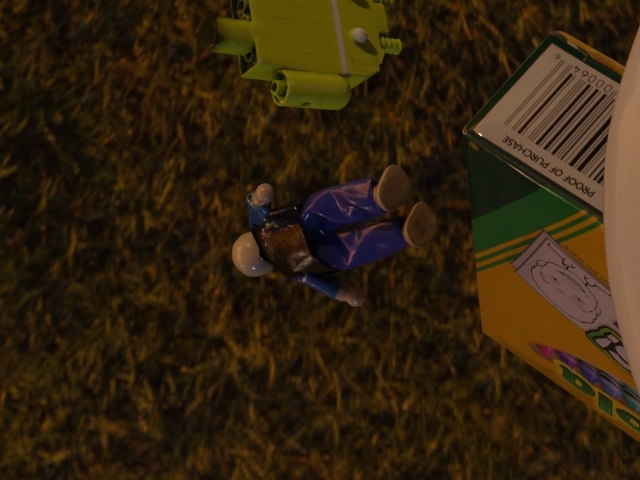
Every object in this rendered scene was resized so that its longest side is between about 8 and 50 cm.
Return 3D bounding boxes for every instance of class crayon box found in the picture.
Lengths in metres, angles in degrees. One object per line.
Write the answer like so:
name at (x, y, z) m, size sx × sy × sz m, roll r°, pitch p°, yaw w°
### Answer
crayon box at (0.271, 0.066, 0.935) m, size 0.363 × 0.106 × 0.313 m, roll 36°, pitch 163°, yaw 23°

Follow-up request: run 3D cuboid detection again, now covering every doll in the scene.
doll at (0.000, 0.000, 1.100) m, size 0.189 × 0.046 × 0.129 m, roll -15°, pitch 122°, yaw 42°

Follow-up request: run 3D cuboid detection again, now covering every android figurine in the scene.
android figurine at (-0.021, -0.269, 1.671) m, size 0.273 × 0.248 × 0.056 m, roll 4°, pitch 160°, yaw -33°

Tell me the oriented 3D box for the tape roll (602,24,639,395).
tape roll at (0.265, 0.027, 0.482) m, size 0.072 × 0.392 × 0.391 m, roll -21°, pitch 123°, yaw -34°
